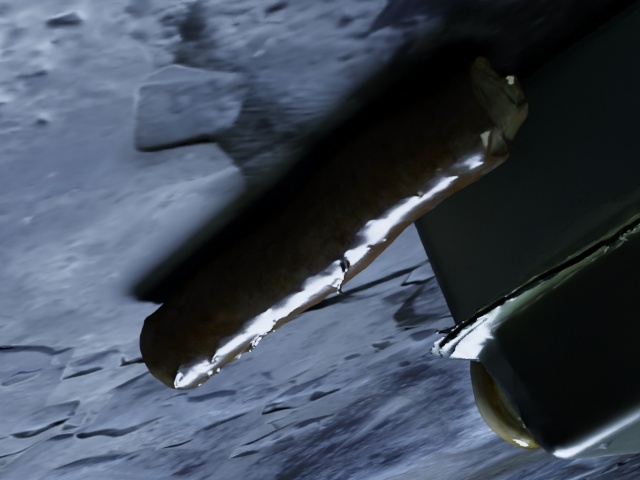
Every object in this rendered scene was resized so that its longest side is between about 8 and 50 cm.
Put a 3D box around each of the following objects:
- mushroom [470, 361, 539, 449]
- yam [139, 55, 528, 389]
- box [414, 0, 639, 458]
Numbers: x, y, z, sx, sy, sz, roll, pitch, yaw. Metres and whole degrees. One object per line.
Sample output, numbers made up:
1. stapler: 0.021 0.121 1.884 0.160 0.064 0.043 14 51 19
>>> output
1. mushroom: 0.257 0.071 0.954 0.329 0.122 0.159 -19 158 38
2. yam: 0.000 0.000 0.658 0.241 0.056 0.057 -39 157 33
3. box: 0.193 0.000 0.722 0.221 0.166 0.290 -34 158 28
